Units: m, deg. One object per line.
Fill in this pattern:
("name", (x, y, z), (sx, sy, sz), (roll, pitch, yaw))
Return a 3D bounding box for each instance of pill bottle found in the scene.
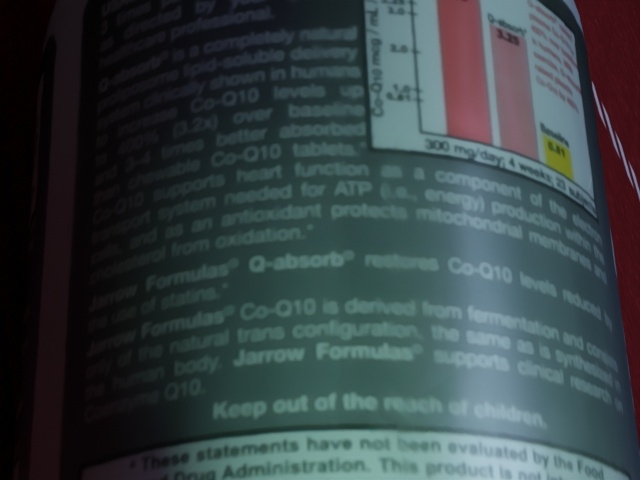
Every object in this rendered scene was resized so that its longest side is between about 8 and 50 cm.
("pill bottle", (0.000, 0.000, 0.532), (0.210, 0.210, 0.363), (37, 45, -52))
